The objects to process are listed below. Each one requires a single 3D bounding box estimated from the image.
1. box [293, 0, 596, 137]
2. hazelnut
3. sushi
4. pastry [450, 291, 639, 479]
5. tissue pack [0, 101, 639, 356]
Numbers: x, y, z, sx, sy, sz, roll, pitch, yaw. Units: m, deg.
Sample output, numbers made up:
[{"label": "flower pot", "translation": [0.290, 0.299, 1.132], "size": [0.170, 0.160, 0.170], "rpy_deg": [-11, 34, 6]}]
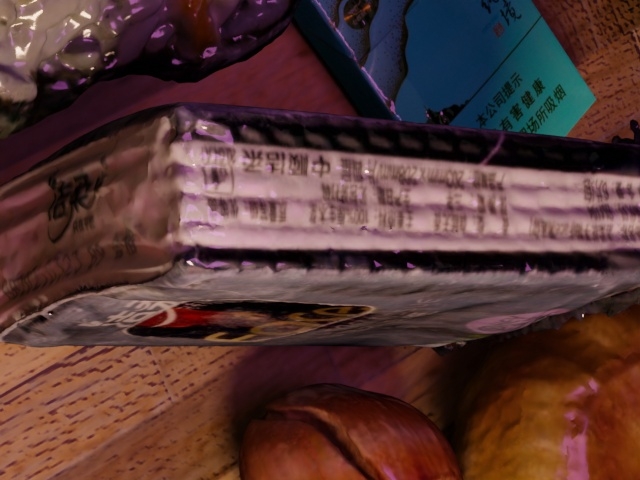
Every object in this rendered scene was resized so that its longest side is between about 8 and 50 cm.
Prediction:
[{"label": "box", "translation": [0.089, -0.136, 1.348], "size": [0.161, 0.042, 0.226], "rpy_deg": [-48, 115, -28]}, {"label": "hazelnut", "translation": [0.018, 0.159, 1.243], "size": [0.154, 0.143, 0.143], "rpy_deg": [-12, 95, -41]}, {"label": "sushi", "translation": [-0.171, -0.179, 1.063], "size": [0.350, 0.171, 0.211], "rpy_deg": [-18, 118, -36]}, {"label": "pastry", "translation": [0.235, 0.193, 1.356], "size": [0.356, 0.164, 0.356], "rpy_deg": [6, 80, -37]}, {"label": "tissue pack", "translation": [0.000, 0.000, 1.154], "size": [0.361, 0.259, 0.122], "rpy_deg": [2, 76, -36]}]
